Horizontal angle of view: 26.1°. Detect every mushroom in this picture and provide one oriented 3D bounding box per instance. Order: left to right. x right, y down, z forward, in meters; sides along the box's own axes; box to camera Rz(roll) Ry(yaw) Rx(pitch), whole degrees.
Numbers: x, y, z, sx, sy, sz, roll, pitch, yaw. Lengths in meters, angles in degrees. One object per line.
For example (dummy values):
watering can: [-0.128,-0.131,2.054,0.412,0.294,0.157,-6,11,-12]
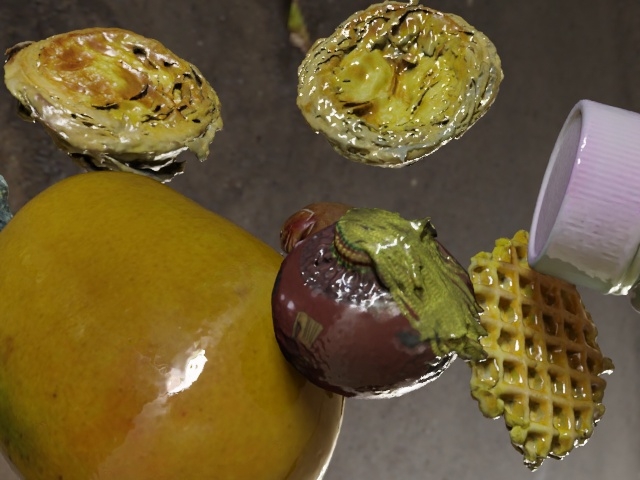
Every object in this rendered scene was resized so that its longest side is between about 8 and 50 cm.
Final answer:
mushroom: [-0.001,-0.002,1.833,0.170,0.135,0.080,-27,117,-29]

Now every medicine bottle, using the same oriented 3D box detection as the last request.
medicine bottle: [0.435,-0.007,1.480,0.219,0.388,0.219,17,90,-89]

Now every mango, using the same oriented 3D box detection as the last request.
mango: [-0.158,0.092,1.222,0.300,0.446,0.232,-33,138,-7]

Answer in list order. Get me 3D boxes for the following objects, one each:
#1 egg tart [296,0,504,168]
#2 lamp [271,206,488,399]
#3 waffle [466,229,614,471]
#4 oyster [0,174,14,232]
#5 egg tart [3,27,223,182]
egg tart: [0.090,-0.167,1.571,0.098,0.232,0.252,87,11,-54]
lamp: [0.038,0.040,1.047,0.156,0.157,0.135,-112,-173,-47]
waffle: [0.243,0.119,1.567,0.245,0.052,0.254,-39,100,-45]
oyster: [-0.445,0.056,1.994,0.087,0.252,0.199,-22,149,-13]
egg tart: [-0.256,-0.152,1.685,0.297,0.297,0.132,-27,147,-55]
